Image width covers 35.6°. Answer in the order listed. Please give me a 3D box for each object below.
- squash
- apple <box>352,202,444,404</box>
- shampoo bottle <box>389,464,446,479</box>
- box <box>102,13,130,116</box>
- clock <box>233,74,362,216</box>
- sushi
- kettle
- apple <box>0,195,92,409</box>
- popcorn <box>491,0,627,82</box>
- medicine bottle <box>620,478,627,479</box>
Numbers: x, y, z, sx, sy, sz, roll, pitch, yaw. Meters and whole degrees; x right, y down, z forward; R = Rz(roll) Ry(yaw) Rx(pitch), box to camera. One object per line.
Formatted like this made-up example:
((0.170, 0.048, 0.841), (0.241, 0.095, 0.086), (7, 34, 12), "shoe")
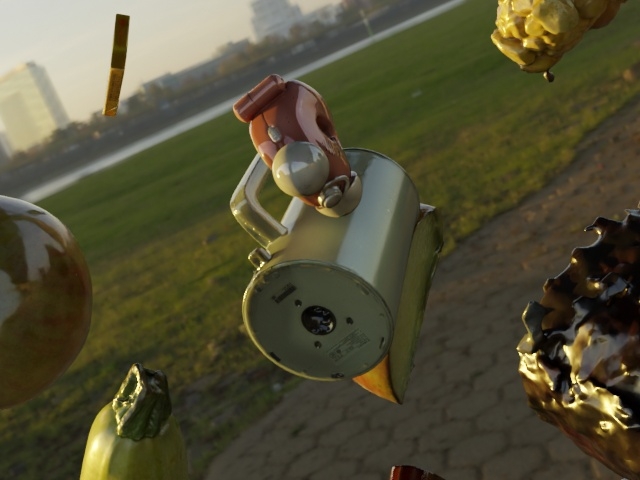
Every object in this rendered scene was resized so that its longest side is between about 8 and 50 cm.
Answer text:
((-0.194, 0.225, 0.990), (0.137, 0.137, 0.287), (-28, -28, -21), "squash")
((0.102, 0.090, 1.692), (0.179, 0.346, 0.254), (17, -13, -11), "apple")
((0.114, 0.434, 1.301), (0.064, 0.102, 0.260), (-17, 50, 43), "shampoo bottle")
((-0.290, -0.246, 1.416), (0.022, 0.089, 0.156), (8, -21, -13), "box")
((-0.015, -0.112, 1.234), (0.093, 0.162, 0.166), (-35, -25, 14), "clock")
((0.392, 0.131, 1.024), (0.299, 0.281, 0.294), (-43, 43, -14), "sushi")
((0.000, 0.013, 1.426), (0.265, 0.205, 0.318), (16, 38, 5), "kettle")
((-0.393, 0.072, 1.161), (0.257, 0.256, 0.234), (-24, 0, -2), "apple")
((0.299, -0.311, 1.263), (0.194, 0.140, 0.163), (-43, -21, 12), "popcorn")
((0.610, 0.515, 1.883), (0.201, 0.052, 0.171), (-16, 19, -25), "medicine bottle")
